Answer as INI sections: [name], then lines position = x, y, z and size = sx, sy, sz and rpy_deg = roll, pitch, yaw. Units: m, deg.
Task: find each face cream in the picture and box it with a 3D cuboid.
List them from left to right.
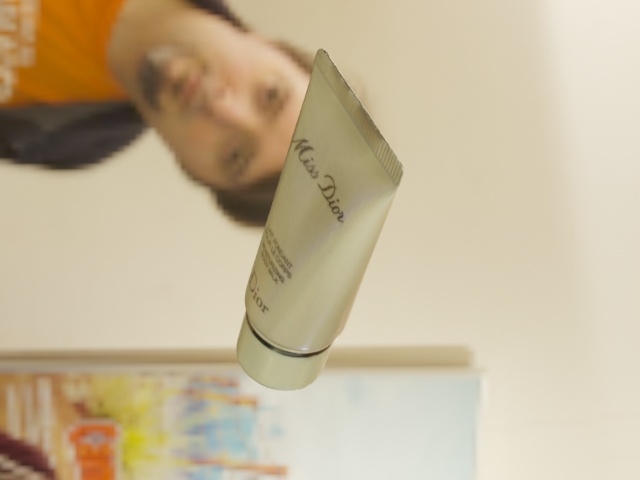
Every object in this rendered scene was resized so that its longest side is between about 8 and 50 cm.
[face cream]
position = 0.000, 0.000, 1.575
size = 0.143, 0.089, 0.314
rpy_deg = 59, -34, 34
